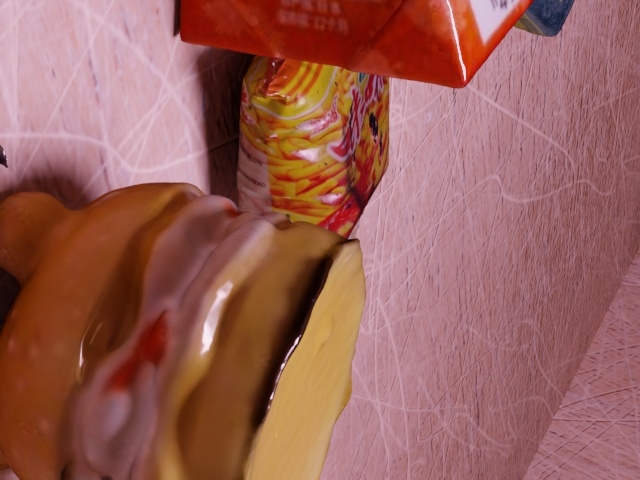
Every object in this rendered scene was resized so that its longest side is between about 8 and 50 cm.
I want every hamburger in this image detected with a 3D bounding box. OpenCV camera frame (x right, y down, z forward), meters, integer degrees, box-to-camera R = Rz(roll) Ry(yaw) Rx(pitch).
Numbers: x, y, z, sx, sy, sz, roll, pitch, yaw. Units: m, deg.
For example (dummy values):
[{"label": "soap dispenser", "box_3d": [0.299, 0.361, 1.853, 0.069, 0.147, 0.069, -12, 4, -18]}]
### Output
[{"label": "hamburger", "box_3d": [-0.108, 0.086, 1.213, 0.276, 0.236, 0.276, 17, 90, -79]}]

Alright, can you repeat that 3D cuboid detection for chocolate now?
[{"label": "chocolate", "box_3d": [0.044, -0.224, 1.308, 0.237, 0.234, 0.108, -52, 143, -37]}]

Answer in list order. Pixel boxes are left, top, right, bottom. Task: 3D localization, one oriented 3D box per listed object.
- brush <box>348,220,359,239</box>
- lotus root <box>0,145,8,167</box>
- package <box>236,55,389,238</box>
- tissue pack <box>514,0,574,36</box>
[{"label": "brush", "box_3d": [0.000, 0.000, 1.737, 0.164, 0.014, 0.051, -19, 126, -65]}, {"label": "lotus root", "box_3d": [-0.248, 0.033, 0.927, 0.260, 0.128, 0.145, -61, 169, -17]}, {"label": "package", "box_3d": [-0.007, -0.094, 1.471, 0.223, 0.108, 0.288, -65, 158, -46]}, {"label": "tissue pack", "box_3d": [0.224, -0.326, 1.896, 0.185, 0.081, 0.257, -68, 161, 1]}]
